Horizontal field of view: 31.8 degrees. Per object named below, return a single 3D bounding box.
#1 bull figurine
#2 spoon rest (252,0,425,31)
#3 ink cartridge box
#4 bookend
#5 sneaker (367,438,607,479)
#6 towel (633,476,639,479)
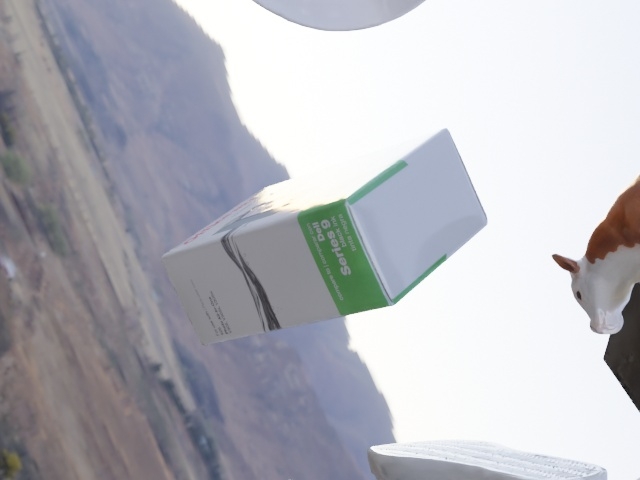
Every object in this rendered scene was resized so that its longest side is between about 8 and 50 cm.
[{"bbox_3d":[0.355,-0.040,1.043,0.101,0.310,0.188,41,-7,-24],"label":"bull figurine"},{"bbox_3d":[-0.040,-0.185,0.592,0.137,0.276,0.084,-60,-150,36],"label":"spoon rest"},{"bbox_3d":[0.000,0.000,1.225,0.289,0.211,0.121,-16,-75,41],"label":"ink cartridge box"},{"bbox_3d":[0.424,0.128,1.366,0.156,0.072,0.157,-112,-156,-56],"label":"bookend"},{"bbox_3d":[0.128,0.256,0.927,0.292,0.108,0.169,176,-91,-66],"label":"sneaker"},{"bbox_3d":[0.434,0.317,1.238,0.187,0.282,0.049,45,-31,51],"label":"towel"}]
